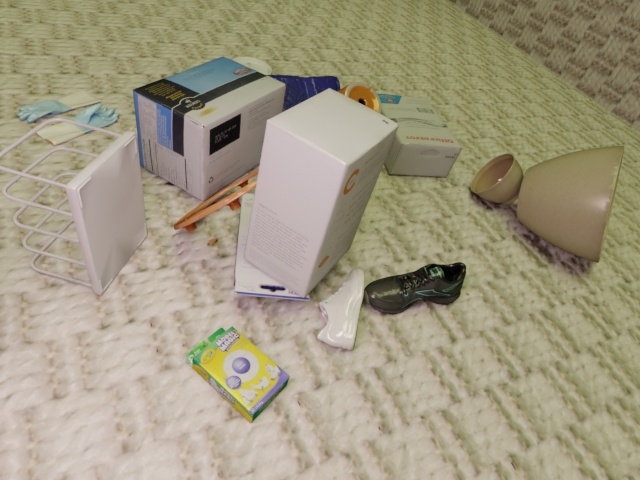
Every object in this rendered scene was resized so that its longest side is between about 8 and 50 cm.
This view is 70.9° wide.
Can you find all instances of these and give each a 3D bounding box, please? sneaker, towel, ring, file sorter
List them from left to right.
[{"bbox_3d":[-0.477,-0.070,0.884,0.173,0.278,0.193,16,43,1],"label":"file sorter"},{"bbox_3d":[-0.187,-0.113,1.038,0.336,0.336,0.032,-45,111,-43],"label":"ring"},{"bbox_3d":[-0.057,-0.429,1.477,0.308,0.076,0.228,-9,81,-29],"label":"towel"},{"bbox_3d":[0.045,0.137,0.994,0.094,0.080,0.212,9,44,8],"label":"sneaker"},{"bbox_3d":[0.226,0.099,1.065,0.267,0.106,0.101,-7,50,-22],"label":"sneaker"}]

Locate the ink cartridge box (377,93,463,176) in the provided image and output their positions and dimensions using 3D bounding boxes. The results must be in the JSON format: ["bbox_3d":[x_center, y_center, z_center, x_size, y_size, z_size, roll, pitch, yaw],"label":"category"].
[{"bbox_3d":[0.304,-0.362,1.534,0.223,0.129,0.308,0,46,-18],"label":"ink cartridge box"}]

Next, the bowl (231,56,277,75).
[{"bbox_3d":[-0.242,-0.527,1.523,0.297,0.134,0.298,10,44,-9],"label":"bowl"}]

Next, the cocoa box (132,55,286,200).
[{"bbox_3d":[-0.291,-0.316,1.220,0.227,0.232,0.347,28,44,15],"label":"cocoa box"}]

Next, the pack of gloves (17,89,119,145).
[{"bbox_3d":[-0.715,-0.371,1.277,0.195,0.046,0.232,34,45,15],"label":"pack of gloves"}]

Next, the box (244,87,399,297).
[{"bbox_3d":[-0.009,-0.091,0.913,0.168,0.345,0.215,32,44,14],"label":"box"}]

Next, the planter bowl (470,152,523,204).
[{"bbox_3d":[0.582,-0.182,1.442,0.109,0.162,0.162,40,41,-16],"label":"planter bowl"}]

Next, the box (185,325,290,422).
[{"bbox_3d":[-0.158,0.239,0.844,0.179,0.043,0.105,34,45,19],"label":"box"}]

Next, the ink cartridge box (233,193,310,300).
[{"bbox_3d":[-0.116,0.022,1.061,0.165,0.065,0.333,8,43,-12],"label":"ink cartridge box"}]

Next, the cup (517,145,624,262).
[{"bbox_3d":[0.727,-0.121,1.330,0.236,0.331,0.331,13,37,32],"label":"cup"}]

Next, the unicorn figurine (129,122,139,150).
[{"bbox_3d":[-0.486,-0.290,1.268,0.111,0.060,0.161,-27,43,-36],"label":"unicorn figurine"}]

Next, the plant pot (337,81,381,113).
[{"bbox_3d":[0.085,-0.382,1.385,0.205,0.188,0.205,7,74,-26],"label":"plant pot"}]
